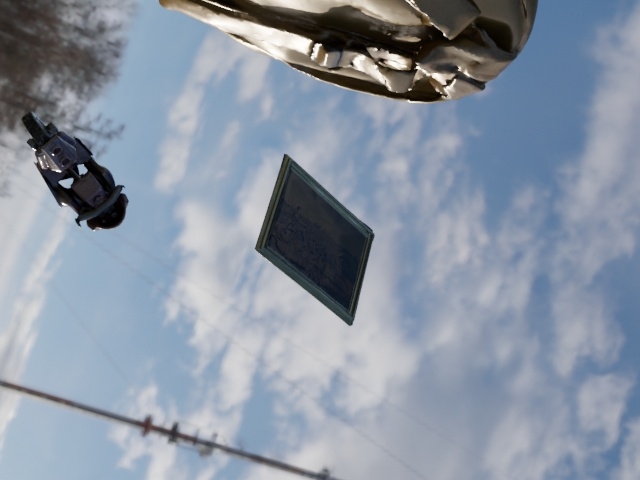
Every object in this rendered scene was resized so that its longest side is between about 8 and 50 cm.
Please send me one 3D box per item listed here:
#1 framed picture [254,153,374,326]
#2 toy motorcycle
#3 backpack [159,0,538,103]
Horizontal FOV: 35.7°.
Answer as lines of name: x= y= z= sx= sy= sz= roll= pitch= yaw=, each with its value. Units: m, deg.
framed picture: x=0.000 y=0.000 z=1.672 sx=0.014 sy=0.252 sz=0.197 roll=-14 pitch=-132 yaw=39
toy motorcycle: x=-0.329 y=-0.083 z=1.334 sx=0.082 sy=0.213 sz=0.122 roll=-44 pitch=-122 yaw=-10
backpack: x=0.021 y=-0.280 z=0.909 sx=0.353 sy=0.378 sz=0.201 roll=-21 pitch=-141 yaw=58
